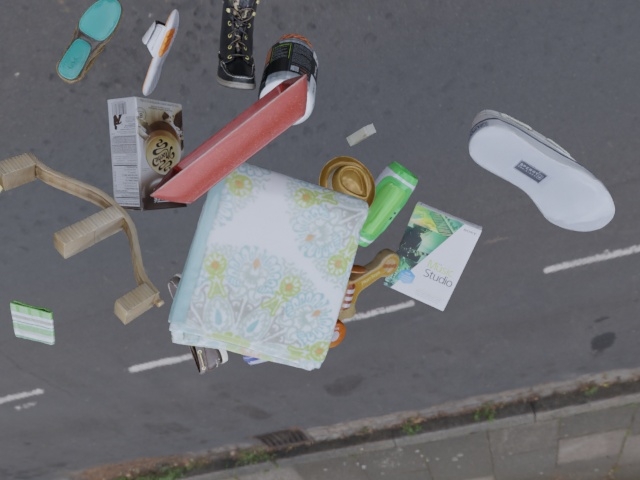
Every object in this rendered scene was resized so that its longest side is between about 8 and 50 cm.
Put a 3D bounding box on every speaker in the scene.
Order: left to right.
[{"bbox_3d":[0.206,-0.124,1.594,0.131,0.131,0.297,27,110,-28],"label":"speaker"}]

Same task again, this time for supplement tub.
[{"bbox_3d":[-0.107,-0.575,1.617,0.193,0.316,0.194,3,144,2],"label":"supplement tub"}]

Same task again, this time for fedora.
[{"bbox_3d":[0.093,-0.170,1.399,0.194,0.195,0.079,12,173,-16],"label":"fedora"}]

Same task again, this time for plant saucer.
[{"bbox_3d":[-0.131,-0.155,0.713,0.259,0.258,0.048,-37,110,1],"label":"plant saucer"}]

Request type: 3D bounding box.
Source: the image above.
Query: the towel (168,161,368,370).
[{"bbox_3d":[-0.103,0.054,0.917,0.320,0.090,0.375,17,89,-13],"label":"towel"}]

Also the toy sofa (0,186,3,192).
[{"bbox_3d":[-0.445,0.017,0.383,0.177,0.363,0.150,35,109,-29],"label":"toy sofa"}]

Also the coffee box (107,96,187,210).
[{"bbox_3d":[-0.482,-0.237,1.291,0.118,0.168,0.298,4,100,29],"label":"coffee box"}]

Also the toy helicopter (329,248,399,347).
[{"bbox_3d":[0.077,0.116,1.292,0.355,0.140,0.235,-31,126,-20],"label":"toy helicopter"}]

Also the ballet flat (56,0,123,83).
[{"bbox_3d":[-0.818,-0.708,1.638,0.116,0.124,0.343,29,89,-20],"label":"ballet flat"}]

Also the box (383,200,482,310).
[{"bbox_3d":[0.382,0.056,1.585,0.232,0.058,0.322,23,109,12],"label":"box"}]

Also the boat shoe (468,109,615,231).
[{"bbox_3d":[0.346,-0.113,0.723,0.267,0.088,0.096,28,136,-7],"label":"boat shoe"}]

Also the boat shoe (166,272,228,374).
[{"bbox_3d":[-0.404,0.263,1.439,0.116,0.096,0.325,-10,106,55],"label":"boat shoe"}]

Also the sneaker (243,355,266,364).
[{"bbox_3d":[-0.180,0.156,1.214,0.127,0.316,0.182,-24,129,27],"label":"sneaker"}]

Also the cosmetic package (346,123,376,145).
[{"bbox_3d":[0.166,-0.432,1.878,0.115,0.060,0.041,-19,99,54],"label":"cosmetic package"}]

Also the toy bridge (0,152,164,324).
[{"bbox_3d":[-0.203,-0.009,0.408,0.188,0.063,0.026,44,138,8],"label":"toy bridge"}]

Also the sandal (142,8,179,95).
[{"bbox_3d":[-0.496,-0.565,1.356,0.076,0.102,0.265,24,102,-14],"label":"sandal"}]

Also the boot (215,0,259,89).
[{"bbox_3d":[-0.283,-0.702,1.589,0.138,0.377,0.284,4,125,-14],"label":"boot"}]

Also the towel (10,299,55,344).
[{"bbox_3d":[-0.805,0.231,1.291,0.113,0.023,0.152,17,128,-10],"label":"towel"}]
